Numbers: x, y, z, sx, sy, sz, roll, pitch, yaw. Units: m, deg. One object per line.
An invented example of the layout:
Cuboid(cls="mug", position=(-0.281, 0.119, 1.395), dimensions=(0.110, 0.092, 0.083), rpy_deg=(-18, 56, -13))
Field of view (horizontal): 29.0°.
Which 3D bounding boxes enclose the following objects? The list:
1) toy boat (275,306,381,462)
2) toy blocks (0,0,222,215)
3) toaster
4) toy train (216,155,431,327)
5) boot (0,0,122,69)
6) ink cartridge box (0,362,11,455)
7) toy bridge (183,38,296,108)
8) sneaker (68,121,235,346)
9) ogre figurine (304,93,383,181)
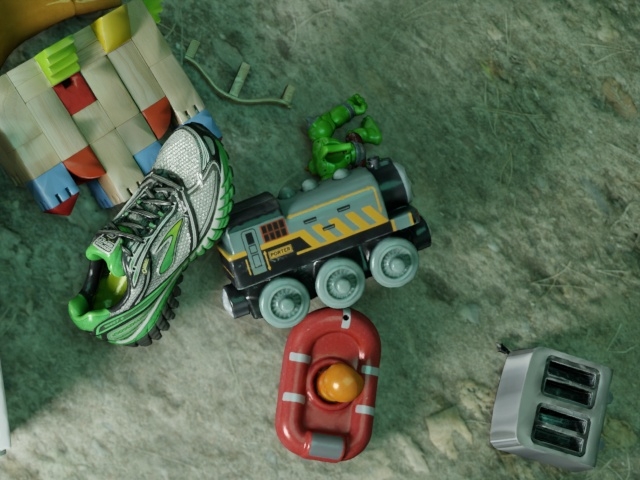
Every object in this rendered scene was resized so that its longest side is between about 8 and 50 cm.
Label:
Cuboid(cls="toy boat", position=(0.022, 0.210, 1.830), dimensions=(0.151, 0.151, 0.231), rpy_deg=(10, 77, -14))
Cuboid(cls="toy blocks", position=(-0.324, -0.168, 1.807), dimensions=(0.381, 0.190, 0.261), rpy_deg=(-37, 104, -28))
Cuboid(cls="toaster", position=(0.359, 0.259, 1.939), dimensions=(0.185, 0.110, 0.168), rpy_deg=(18, 74, -12))
Cuboid(cls="toy train", position=(0.000, 0.000, 1.834), dimensions=(0.333, 0.142, 0.190), rpy_deg=(-20, 108, -9))
Cuboid(cls="boot", position=(-0.395, -0.343, 1.796), dimensions=(0.211, 0.104, 0.295), rpy_deg=(-1, 50, -6))
Cuboid(cls="ink cartridge box", position=(-0.580, 0.112, 1.651), dimensions=(0.279, 0.160, 0.385), rpy_deg=(-7, 89, -17))
Cuboid(cls="toy bridge", position=(-0.129, -0.248, 1.942), dimensions=(0.188, 0.026, 0.063), rpy_deg=(24, 76, -10))
Cuboid(cls="sneaker", position=(-0.235, -0.006, 1.730), dimensions=(0.134, 0.146, 0.344), rpy_deg=(29, 98, 33))
Cuboid(cls="ogre figurine", position=(0.041, -0.134, 1.934), dimensions=(0.118, 0.097, 0.197), rpy_deg=(-5, 92, -28))
